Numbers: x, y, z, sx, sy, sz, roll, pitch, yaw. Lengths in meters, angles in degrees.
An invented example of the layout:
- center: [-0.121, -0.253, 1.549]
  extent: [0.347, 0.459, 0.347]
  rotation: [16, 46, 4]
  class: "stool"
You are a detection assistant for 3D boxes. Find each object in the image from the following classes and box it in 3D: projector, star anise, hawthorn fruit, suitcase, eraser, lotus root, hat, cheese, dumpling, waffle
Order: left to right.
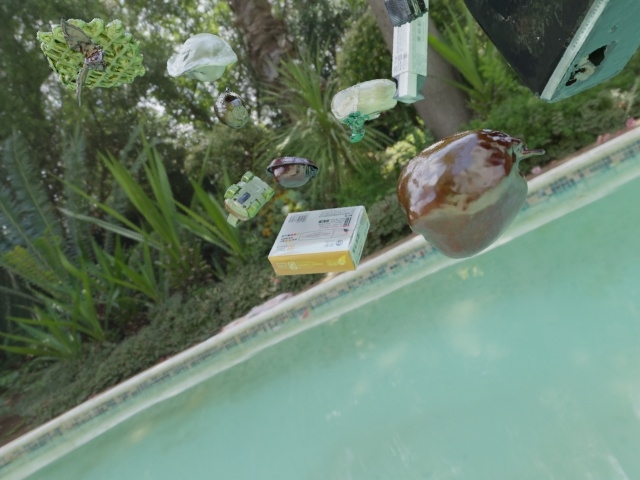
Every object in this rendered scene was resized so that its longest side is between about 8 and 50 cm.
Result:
- center: [-0.599, -0.441, 1.287]
  extent: [0.144, 0.140, 0.158]
  rotation: [-38, -6, 3]
  class: "star anise"
- center: [-0.723, -0.587, 1.653]
  extent: [0.297, 0.073, 0.317]
  rotation: [-13, -15, -8]
  class: "waffle"
- center: [-0.454, -0.656, 1.909]
  extent: [0.243, 0.175, 0.227]
  rotation: [-21, 28, 47]
  class: "dumpling"
- center: [-0.335, -0.490, 1.938]
  extent: [0.123, 0.124, 0.241]
  rotation: [-47, 29, 4]
  class: "lotus root"
- center: [-0.106, -0.249, 1.936]
  extent: [0.205, 0.089, 0.205]
  rotation: [0, -10, 0]
  class: "hat"
- center: [0.179, -0.560, 2.092]
  extent: [0.233, 0.127, 0.266]
  rotation: [-17, 5, -37]
  class: "cheese"
- center: [0.222, -0.615, 1.350]
  extent: [0.059, 0.086, 0.126]
  rotation: [-29, 19, -13]
  class: "suitcase"
- center: [0.333, -0.724, 1.904]
  extent: [0.096, 0.404, 0.098]
  rotation: [1, 1, -33]
  class: "eraser"
- center: [0.355, -0.125, 1.296]
  extent: [0.308, 0.308, 0.325]
  rotation: [-28, -33, -39]
  class: "hawthorn fruit"
- center: [0.517, -0.579, 1.091]
  extent: [0.242, 0.405, 0.395]
  rotation: [-25, -21, -6]
  class: "projector"

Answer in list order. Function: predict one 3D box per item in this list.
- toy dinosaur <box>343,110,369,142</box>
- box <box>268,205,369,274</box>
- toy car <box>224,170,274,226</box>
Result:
- center: [0.141, -0.435, 1.946]
  extent: [0.132, 0.096, 0.059]
  rotation: [-46, 30, -23]
  class: "toy dinosaur"
- center: [0.000, 0.000, 1.580]
  extent: [0.274, 0.091, 0.221]
  rotation: [-4, 40, 26]
  class: "box"
- center: [-0.323, -0.156, 2.204]
  extent: [0.235, 0.145, 0.235]
  rotation: [-53, 0, 0]
  class: "toy car"
